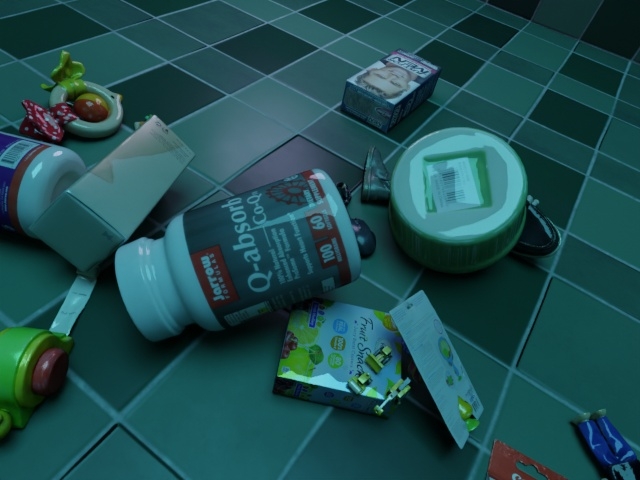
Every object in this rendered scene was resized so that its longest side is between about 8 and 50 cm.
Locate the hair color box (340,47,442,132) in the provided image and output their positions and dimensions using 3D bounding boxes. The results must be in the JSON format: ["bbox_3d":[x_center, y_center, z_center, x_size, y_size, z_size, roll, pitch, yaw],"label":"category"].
[{"bbox_3d":[0.233,-0.489,1.442,0.174,0.105,0.347,32,50,16],"label":"hair color box"}]

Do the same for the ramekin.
[{"bbox_3d":[0.291,-0.093,0.972,0.303,0.148,0.303,-5,69,13],"label":"ramekin"}]

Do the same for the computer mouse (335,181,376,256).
[{"bbox_3d":[0.076,-0.061,1.058,0.071,0.041,0.242,-5,49,-16],"label":"computer mouse"}]

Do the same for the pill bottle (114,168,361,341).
[{"bbox_3d":[-0.131,0.030,0.767,0.363,0.210,0.210,-20,54,-5],"label":"pill bottle"}]

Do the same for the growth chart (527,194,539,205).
[{"bbox_3d":[0.491,-0.157,1.226,0.237,0.021,0.172,42,31,24],"label":"growth chart"}]

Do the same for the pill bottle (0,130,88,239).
[{"bbox_3d":[-0.632,-0.121,0.849,0.323,0.181,0.181,14,47,0],"label":"pill bottle"}]

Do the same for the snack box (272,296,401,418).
[{"bbox_3d":[0.036,0.197,0.794,0.207,0.070,0.174,14,46,-3],"label":"snack box"}]

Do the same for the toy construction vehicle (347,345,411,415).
[{"bbox_3d":[0.099,0.220,0.718,0.098,0.035,0.086,-28,62,-33],"label":"toy construction vehicle"}]

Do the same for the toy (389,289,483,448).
[{"bbox_3d":[0.189,0.217,0.778,0.137,0.056,0.237,-17,75,-54],"label":"toy"}]

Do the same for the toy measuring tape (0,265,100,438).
[{"bbox_3d":[-0.435,0.140,0.705,0.121,0.121,0.330,10,47,-4],"label":"toy measuring tape"}]

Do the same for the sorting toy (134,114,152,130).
[{"bbox_3d":[-0.451,-0.301,1.171,0.062,0.012,0.083,-12,53,-22],"label":"sorting toy"}]

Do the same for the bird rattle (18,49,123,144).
[{"bbox_3d":[-0.590,-0.326,1.091,0.207,0.143,0.253,12,48,-25],"label":"bird rattle"}]

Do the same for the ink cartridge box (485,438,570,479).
[{"bbox_3d":[0.323,0.413,0.684,0.145,0.045,0.179,27,51,11],"label":"ink cartridge box"}]

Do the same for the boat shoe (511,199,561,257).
[{"bbox_3d":[0.419,-0.089,1.083,0.127,0.113,0.340,-43,58,8],"label":"boat shoe"}]

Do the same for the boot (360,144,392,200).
[{"bbox_3d":[0.212,-0.151,1.150,0.208,0.076,0.190,7,61,2],"label":"boot"}]

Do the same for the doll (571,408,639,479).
[{"bbox_3d":[0.511,0.383,0.753,0.129,0.046,0.189,-4,49,-15],"label":"doll"}]

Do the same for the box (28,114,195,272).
[{"bbox_3d":[-0.379,-0.100,0.863,0.121,0.148,0.311,46,30,-23],"label":"box"}]
